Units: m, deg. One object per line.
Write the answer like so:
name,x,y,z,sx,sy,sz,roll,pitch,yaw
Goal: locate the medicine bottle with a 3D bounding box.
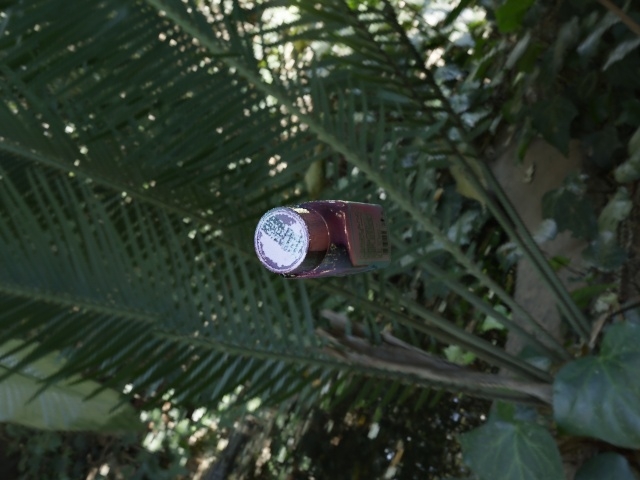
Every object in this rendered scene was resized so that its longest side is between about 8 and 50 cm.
medicine bottle,0.000,0.000,0.933,0.188,0.119,0.094,1,-99,-59
